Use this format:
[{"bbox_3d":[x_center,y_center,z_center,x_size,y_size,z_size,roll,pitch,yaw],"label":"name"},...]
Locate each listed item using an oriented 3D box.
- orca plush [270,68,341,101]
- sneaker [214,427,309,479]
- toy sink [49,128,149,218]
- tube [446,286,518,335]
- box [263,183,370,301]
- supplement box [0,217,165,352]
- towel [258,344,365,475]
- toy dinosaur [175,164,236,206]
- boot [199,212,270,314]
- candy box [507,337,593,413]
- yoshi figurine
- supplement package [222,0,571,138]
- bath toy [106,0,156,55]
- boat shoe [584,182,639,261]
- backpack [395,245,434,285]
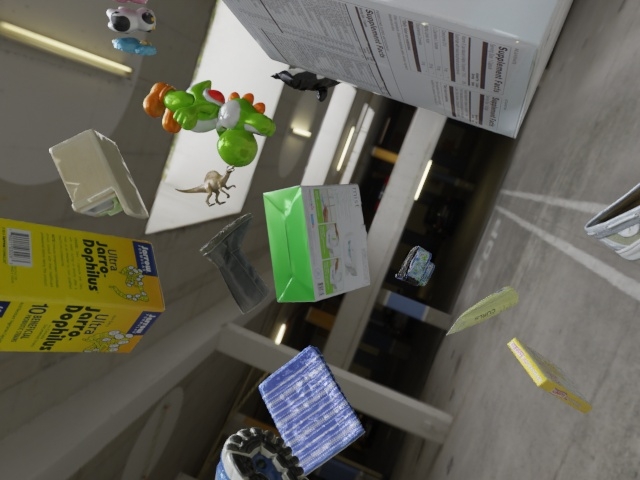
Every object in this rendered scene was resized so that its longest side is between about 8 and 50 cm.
[{"bbox_3d":[-0.002,-0.451,1.552,0.287,0.151,0.102,-29,-78,-55],"label":"orca plush"},{"bbox_3d":[-0.031,0.423,0.755,0.129,0.330,0.147,-13,-41,-51],"label":"sneaker"},{"bbox_3d":[-0.569,-0.141,1.404,0.131,0.234,0.153,-26,-3,-1],"label":"toy sink"},{"bbox_3d":[0.462,0.202,1.550,0.240,0.062,0.070,-20,-73,-27],"label":"tube"},{"bbox_3d":[0.000,0.000,1.312,0.231,0.126,0.262,-11,-86,-52],"label":"box"},{"bbox_3d":[-0.546,0.106,1.146,0.356,0.195,0.194,11,-45,-42],"label":"supplement box"},{"bbox_3d":[-0.039,0.522,1.703,0.243,0.336,0.040,-37,-36,2],"label":"towel"},{"bbox_3d":[-0.291,-0.139,1.457,0.093,0.183,0.053,69,-164,5],"label":"toy dinosaur"},{"bbox_3d":[-0.194,0.058,1.420,0.189,0.208,0.076,-44,13,-26],"label":"boot"},{"bbox_3d":[0.445,0.263,1.050,0.027,0.206,0.105,-44,38,18],"label":"candy box"},{"bbox_3d":[-0.306,-0.307,1.506,0.203,0.362,0.203,-51,-29,-48],"label":"yoshi figurine"},{"bbox_3d":[0.075,-0.239,0.441,0.199,0.262,0.198,-67,-16,0],"label":"supplement package"},{"bbox_3d":[-0.603,-0.780,1.741,0.151,0.129,0.348,-35,-39,-40],"label":"bath toy"},{"bbox_3d":[0.580,-0.092,0.908,0.118,0.103,0.320,-55,-9,-38],"label":"boat shoe"},{"bbox_3d":[0.297,0.081,1.661,0.114,0.084,0.105,-65,7,-4],"label":"backpack"}]
